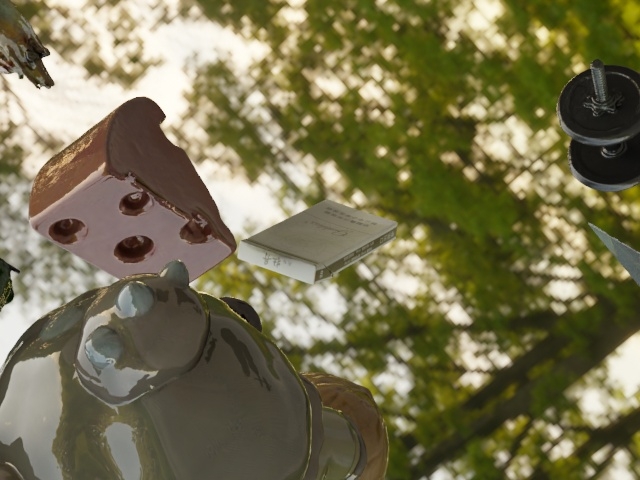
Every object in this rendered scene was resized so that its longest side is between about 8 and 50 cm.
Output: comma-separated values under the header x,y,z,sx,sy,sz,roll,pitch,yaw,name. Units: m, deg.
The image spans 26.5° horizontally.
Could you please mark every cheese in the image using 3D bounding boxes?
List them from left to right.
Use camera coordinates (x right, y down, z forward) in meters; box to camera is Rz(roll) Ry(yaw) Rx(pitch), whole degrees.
x,y,z,sx,sy,sz,roll,pitch,yaw,name
-0.205,-0.067,1.453,0.203,0.128,0.177,33,-149,-44,cheese

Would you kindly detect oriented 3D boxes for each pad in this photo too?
x,y,z,sx,sy,sz,roll,pitch,yaw,name
0.392,0.068,1.458,0.163,0.004,0.243,46,178,-28,pad

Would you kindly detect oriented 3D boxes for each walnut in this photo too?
x,y,z,sx,sy,sz,roll,pitch,yaw,name
-0.028,0.211,1.244,0.167,0.207,0.167,46,177,3,walnut

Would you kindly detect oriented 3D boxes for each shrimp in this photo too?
x,y,z,sx,sy,sz,roll,pitch,yaw,name
-0.375,-0.235,1.521,0.217,0.115,0.051,39,-133,14,shrimp

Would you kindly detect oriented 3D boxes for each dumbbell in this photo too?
x,y,z,sx,sy,sz,roll,pitch,yaw,name
0.206,-0.080,0.966,0.069,0.069,0.147,60,180,37,dumbbell

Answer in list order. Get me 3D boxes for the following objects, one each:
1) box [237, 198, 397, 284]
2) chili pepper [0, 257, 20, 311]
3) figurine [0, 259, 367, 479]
x,y,z,sx,sy,sz,roll,pitch,yaw,name
0.000,0.000,1.636,0.109,0.029,0.198,19,-154,27,box
-0.260,0.093,0.870,0.088,0.059,0.227,9,-138,-5,chili pepper
-0.087,0.154,0.939,0.203,0.248,0.380,48,-170,28,figurine
